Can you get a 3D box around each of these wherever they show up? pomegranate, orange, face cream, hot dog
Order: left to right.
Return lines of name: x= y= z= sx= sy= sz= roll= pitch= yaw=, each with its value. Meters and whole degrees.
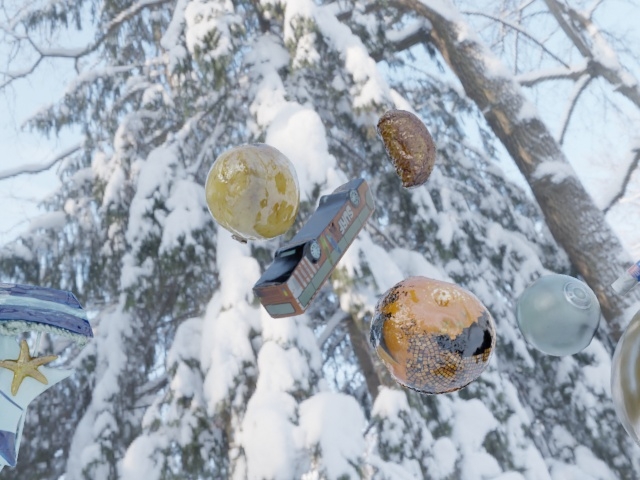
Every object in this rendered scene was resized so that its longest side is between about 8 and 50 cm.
pomegranate: x=-0.126 y=-0.079 z=1.197 sx=0.196 sy=0.196 sz=0.196 roll=-12 pitch=-30 yaw=-7
hot dog: x=0.153 y=-0.163 z=1.145 sx=0.065 sy=0.147 sz=0.099 roll=-20 pitch=-11 yaw=-22
orange: x=0.209 y=0.170 z=1.202 sx=0.234 sy=0.234 sz=0.182 roll=-8 pitch=-56 yaw=-15
face cream: x=0.666 y=0.060 z=1.342 sx=0.034 sy=0.034 sz=0.130 roll=15 pitch=-56 yaw=-42

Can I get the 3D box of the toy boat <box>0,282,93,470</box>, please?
toy boat: x=-0.486 y=0.216 z=1.017 sx=0.220 sy=0.291 sz=0.067 roll=9 pitch=-14 yaw=-12

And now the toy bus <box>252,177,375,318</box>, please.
toy bus: x=0.000 y=0.000 z=1.285 sx=0.093 sy=0.409 sz=0.092 roll=-14 pitch=-66 yaw=34

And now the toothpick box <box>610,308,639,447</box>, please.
toothpick box: x=0.797 y=0.279 z=1.264 sx=0.409 sy=0.409 sz=0.425 roll=-21 pitch=-26 yaw=8

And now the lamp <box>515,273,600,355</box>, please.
lamp: x=0.303 y=0.095 z=0.824 sx=0.105 sy=0.105 sz=0.105 roll=-12 pitch=-30 yaw=-7
